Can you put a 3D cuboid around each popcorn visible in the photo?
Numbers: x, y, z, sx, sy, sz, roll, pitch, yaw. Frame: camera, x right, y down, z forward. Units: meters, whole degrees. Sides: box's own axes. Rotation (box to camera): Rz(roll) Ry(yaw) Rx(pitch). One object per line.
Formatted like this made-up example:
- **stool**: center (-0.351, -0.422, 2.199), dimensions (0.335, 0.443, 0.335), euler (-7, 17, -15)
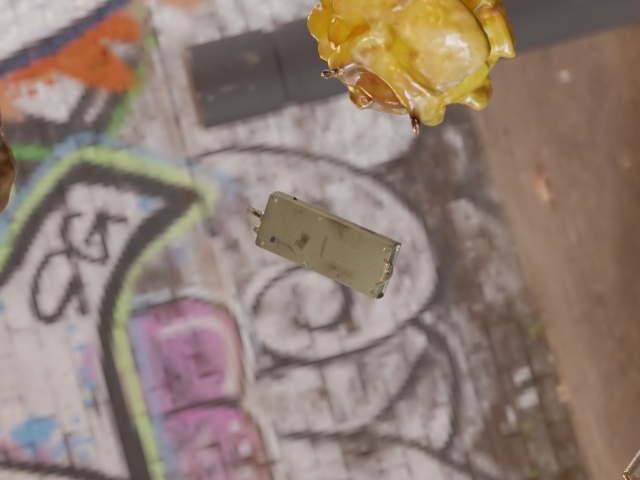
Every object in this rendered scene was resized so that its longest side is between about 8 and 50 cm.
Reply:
- **popcorn**: center (0.073, -0.161, 1.362), dimensions (0.148, 0.152, 0.167), euler (36, 160, -32)

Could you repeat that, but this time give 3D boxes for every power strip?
- **power strip**: center (0.000, 0.000, 1.370), dimensions (0.019, 0.136, 0.051), euler (-17, -54, -63)

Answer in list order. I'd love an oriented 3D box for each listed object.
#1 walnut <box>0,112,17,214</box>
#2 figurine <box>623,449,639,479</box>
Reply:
- **walnut**: center (-0.457, -0.105, 1.865), dimensions (0.273, 0.273, 0.227), euler (-119, 46, -67)
- **figurine**: center (0.404, 0.238, 1.718), dimensions (0.167, 0.343, 0.285), euler (-148, 70, -66)
